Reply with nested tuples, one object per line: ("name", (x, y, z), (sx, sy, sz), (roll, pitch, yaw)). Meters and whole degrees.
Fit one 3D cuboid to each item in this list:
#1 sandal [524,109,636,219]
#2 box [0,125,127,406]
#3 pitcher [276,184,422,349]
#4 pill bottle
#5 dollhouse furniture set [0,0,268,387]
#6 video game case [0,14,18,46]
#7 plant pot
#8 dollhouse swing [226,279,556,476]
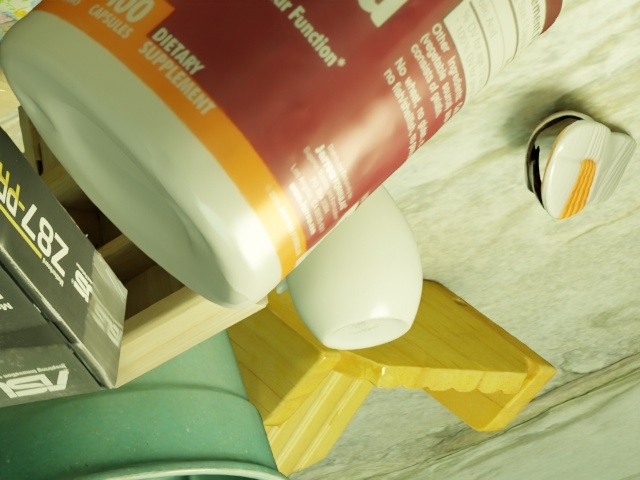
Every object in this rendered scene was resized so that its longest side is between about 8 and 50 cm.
("sandal", (0.244, -0.080, 1.923), (0.102, 0.076, 0.265), (-65, 161, 9))
("box", (-0.373, 0.012, 1.290), (0.395, 0.097, 0.318), (-10, 143, 17))
("pitcher", (0.000, 0.000, 1.814), (0.177, 0.207, 0.125), (-19, 157, 18))
("pill bottle", (0.015, -0.164, 1.199), (0.392, 0.224, 0.224), (-44, 163, -15))
("dollhouse furniture set", (-0.255, -0.060, 1.385), (0.362, 0.256, 0.394), (-30, 153, 34))
("video game case", (-0.292, -0.190, 1.423), (0.193, 0.023, 0.212), (-13, 158, 0))
("plant pot", (-0.224, 0.115, 1.792), (0.341, 0.334, 0.341), (-12, 159, -5))
("dollhouse swing", (0.004, 0.201, 2.152), (0.347, 0.315, 0.305), (7, 111, -41))
